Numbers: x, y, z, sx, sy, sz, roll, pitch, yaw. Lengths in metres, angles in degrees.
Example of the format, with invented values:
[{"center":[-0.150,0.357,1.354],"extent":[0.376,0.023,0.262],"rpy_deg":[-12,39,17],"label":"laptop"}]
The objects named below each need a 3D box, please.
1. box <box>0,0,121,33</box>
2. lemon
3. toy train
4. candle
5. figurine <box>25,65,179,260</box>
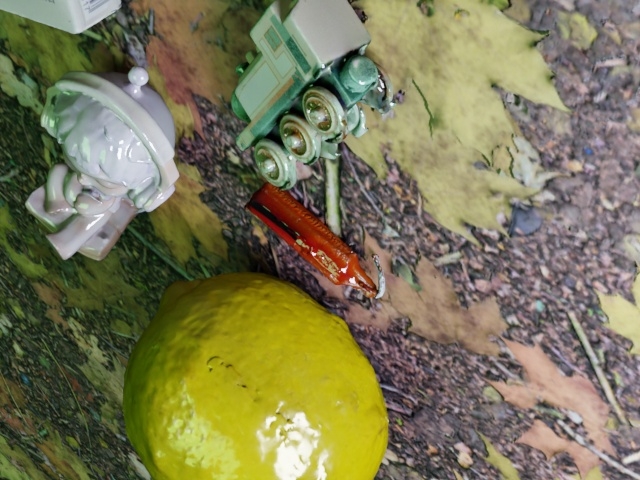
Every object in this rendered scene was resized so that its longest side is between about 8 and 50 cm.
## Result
[{"center":[-0.286,-0.332,1.094],"extent":[0.168,0.071,0.259],"rpy_deg":[23,138,31],"label":"box"},{"center":[-0.068,0.169,1.201],"extent":[0.260,0.260,0.284],"rpy_deg":[-8,119,50],"label":"lemon"},{"center":[-0.018,-0.126,1.008],"extent":[0.125,0.080,0.194],"rpy_deg":[58,148,3],"label":"toy train"},{"center":[0.000,0.000,1.146],"extent":[0.162,0.048,0.053],"rpy_deg":[40,179,11],"label":"candle"},{"center":[-0.222,-0.085,1.206],"extent":[0.162,0.141,0.237],"rpy_deg":[41,145,1],"label":"figurine"}]
